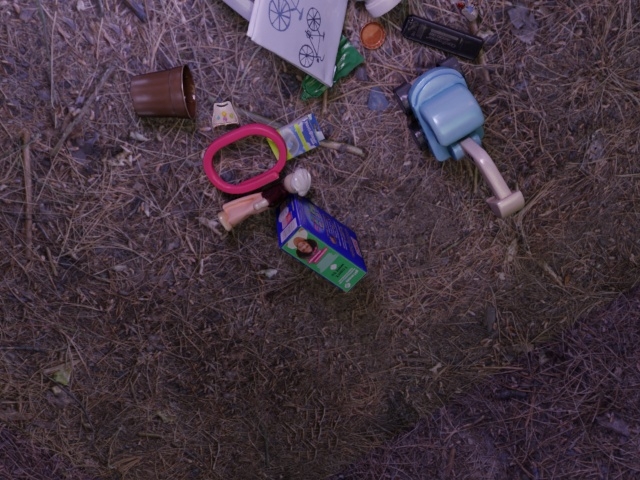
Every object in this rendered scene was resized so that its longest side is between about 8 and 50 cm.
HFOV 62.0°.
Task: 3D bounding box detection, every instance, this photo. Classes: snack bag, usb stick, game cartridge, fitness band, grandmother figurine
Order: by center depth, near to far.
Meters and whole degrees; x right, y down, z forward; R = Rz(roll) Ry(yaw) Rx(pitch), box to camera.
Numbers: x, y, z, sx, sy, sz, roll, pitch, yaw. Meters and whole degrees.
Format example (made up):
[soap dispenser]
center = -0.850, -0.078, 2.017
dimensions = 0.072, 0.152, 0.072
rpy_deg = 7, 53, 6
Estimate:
[snack bag]
center = -0.047, -0.647, 1.506
dimensions = 0.342, 0.037, 0.323
rpy_deg = 13, 87, -49
[game cartridge]
center = -0.210, -0.676, 1.511
dimensions = 0.294, 0.196, 0.060
rpy_deg = 32, 118, -25
[usb stick]
center = 0.396, -0.655, 1.721
dimensions = 0.278, 0.045, 0.077
rpy_deg = 11, 123, -16
[fitness band]
center = -0.251, -0.274, 1.792
dimensions = 0.291, 0.054, 0.209
rpy_deg = -22, 119, 15
[grandmother figurine]
center = -0.183, -0.144, 1.815
dimensions = 0.342, 0.208, 0.104
rpy_deg = -27, 109, 14

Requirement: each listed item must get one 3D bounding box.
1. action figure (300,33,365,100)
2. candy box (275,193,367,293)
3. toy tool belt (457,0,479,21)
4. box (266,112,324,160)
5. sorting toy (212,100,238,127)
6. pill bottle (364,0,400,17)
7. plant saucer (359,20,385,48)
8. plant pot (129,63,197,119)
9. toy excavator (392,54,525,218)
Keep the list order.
[action figure]
center = 0.016, -0.539, 1.706
dimensions = 0.137, 0.063, 0.232
rpy_deg = 38, 103, -28
[candy box]
center = 0.000, 0.000, 1.888
dimensions = 0.317, 0.268, 0.122
rpy_deg = 34, 112, -25
[toy tool belt]
center = 0.471, -0.741, 1.689
dimensions = 0.083, 0.052, 0.051
rpy_deg = 33, 78, -28
[box]
center = -0.084, -0.346, 1.809
dimensions = 0.178, 0.042, 0.109
rpy_deg = -24, 121, 5
[sorting toy]
center = -0.314, -0.412, 1.733
dimensions = 0.083, 0.045, 0.075
rpy_deg = -9, 113, -5
[pill bottle]
center = 0.116, -0.800, 1.516
dimensions = 0.169, 0.169, 0.301
rpy_deg = -36, 118, 11
[plant saucer]
center = 0.165, -0.654, 1.697
dimensions = 0.083, 0.013, 0.083
rpy_deg = -4, 119, -7
[plant pot]
center = -0.478, -0.443, 1.623
dimensions = 0.165, 0.167, 0.167
rpy_deg = -5, 120, 1
[toy excavator]
center = 0.449, -0.319, 1.686
dimensions = 0.222, 0.445, 0.433
rpy_deg = -29, 120, 7
